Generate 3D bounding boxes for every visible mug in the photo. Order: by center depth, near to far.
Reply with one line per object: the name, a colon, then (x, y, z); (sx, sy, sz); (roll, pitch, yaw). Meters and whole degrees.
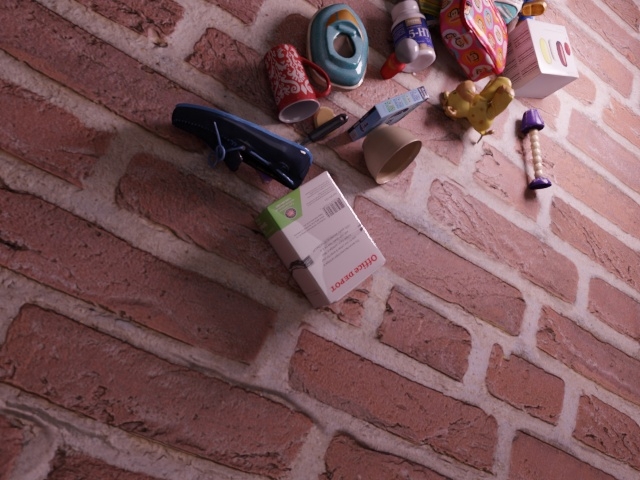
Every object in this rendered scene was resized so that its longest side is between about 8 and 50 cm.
mug: (-0.066, -0.416, 1.157); (0.150, 0.113, 0.169); (-15, 80, -27)

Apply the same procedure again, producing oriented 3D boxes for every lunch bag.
lunch bag: (0.504, -0.700, 1.425); (0.293, 0.120, 0.258); (34, 63, -37)

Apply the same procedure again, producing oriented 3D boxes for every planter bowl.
planter bowl: (0.184, -0.252, 1.210); (0.162, 0.162, 0.109); (-30, 71, -26)

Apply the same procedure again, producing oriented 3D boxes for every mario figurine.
mario figurine: (0.813, -0.894, 1.597); (0.170, 0.198, 0.320); (31, 62, -19)

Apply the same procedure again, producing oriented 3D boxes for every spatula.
spatula: (-0.043, -0.262, 1.154); (0.296, 0.030, 0.084); (-35, 93, -20)

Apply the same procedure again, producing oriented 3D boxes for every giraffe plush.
giraffe plush: (0.477, -0.436, 1.388); (0.170, 0.181, 0.210); (21, 105, -8)

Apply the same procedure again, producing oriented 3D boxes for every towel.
towel: (0.344, -0.833, 1.388); (0.102, 0.021, 0.237); (-3, 86, -32)

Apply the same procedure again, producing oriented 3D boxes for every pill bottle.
pill bottle: (0.279, -0.631, 1.351); (0.112, 0.112, 0.187); (-9, 82, -25)

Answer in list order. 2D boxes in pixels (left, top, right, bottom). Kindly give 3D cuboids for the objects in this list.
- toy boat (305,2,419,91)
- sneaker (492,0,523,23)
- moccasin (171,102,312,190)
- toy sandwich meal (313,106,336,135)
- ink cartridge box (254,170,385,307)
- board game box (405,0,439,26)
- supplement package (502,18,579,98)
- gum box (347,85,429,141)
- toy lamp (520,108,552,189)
toy boat: (0.115, -0.545, 1.240); (0.318, 0.148, 0.267); (5, 76, -22)
sneaker: (0.560, -0.839, 1.526); (0.275, 0.110, 0.107); (22, 52, 0)
moccasin: (-0.187, -0.216, 1.032); (0.342, 0.138, 0.117); (19, 87, -9)
toy sandwich meal: (0.011, -0.329, 1.213); (0.085, 0.029, 0.086); (2, 86, -31)
ink cartridge box: (0.000, 0.000, 1.084); (0.198, 0.115, 0.273); (-34, 92, -26)
board game box: (0.341, -0.857, 1.432); (0.193, 0.053, 0.305); (-24, 98, -30)
supplement package: (0.760, -0.633, 1.542); (0.194, 0.149, 0.203); (-5, 80, -25)
gum box: (0.187, -0.353, 1.223); (0.184, 0.157, 0.041); (-30, 91, -27)
toy lamp: (0.736, -0.315, 1.502); (0.080, 0.080, 0.275); (5, 78, -23)
